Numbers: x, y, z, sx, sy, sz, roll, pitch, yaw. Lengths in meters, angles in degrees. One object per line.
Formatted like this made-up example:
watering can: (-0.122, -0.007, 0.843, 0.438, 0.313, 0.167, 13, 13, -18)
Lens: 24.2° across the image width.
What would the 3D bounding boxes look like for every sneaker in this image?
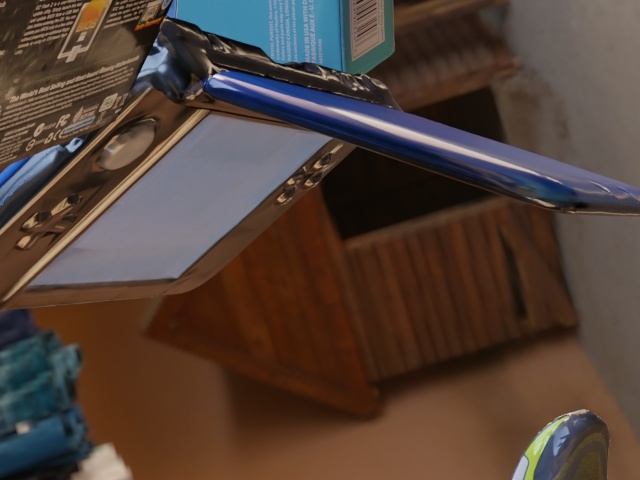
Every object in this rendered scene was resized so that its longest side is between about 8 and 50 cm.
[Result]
sneaker: (0.238, 0.294, 1.294, 0.121, 0.111, 0.300, 6, 102, 49)

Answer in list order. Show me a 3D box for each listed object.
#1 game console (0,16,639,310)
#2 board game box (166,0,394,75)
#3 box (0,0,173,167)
game console: (0.000, 0.000, 0.725, 0.173, 0.250, 0.293, 52, -164, 13)
board game box: (-0.123, -0.243, 0.927, 0.079, 0.336, 0.254, -40, -47, -55)
box: (-0.081, -0.101, 0.436, 0.184, 0.045, 0.190, -63, -10, 23)
